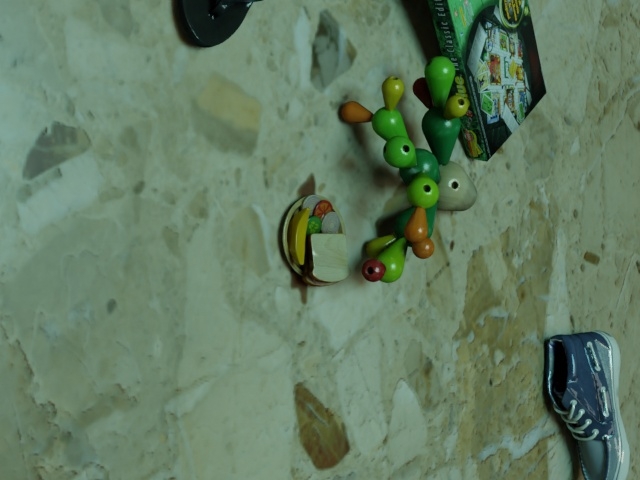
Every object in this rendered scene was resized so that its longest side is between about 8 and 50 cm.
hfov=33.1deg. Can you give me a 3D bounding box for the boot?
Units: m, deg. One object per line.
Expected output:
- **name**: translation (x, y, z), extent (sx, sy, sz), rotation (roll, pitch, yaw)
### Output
- **boot**: translation (0.296, 0.198, 1.229), extent (0.086, 0.069, 0.190), rotation (2, 81, -35)

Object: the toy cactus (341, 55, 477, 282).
- **toy cactus**: translation (0.094, -0.059, 1.034), extent (0.180, 0.112, 0.219), rotation (21, 73, -59)

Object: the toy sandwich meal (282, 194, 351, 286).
- **toy sandwich meal**: translation (0.000, 0.000, 0.977), extent (0.085, 0.029, 0.086), rotation (0, 90, -42)

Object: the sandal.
- **sandal**: translation (-0.060, -0.236, 0.916), extent (0.067, 0.040, 0.179), rotation (52, 58, -29)

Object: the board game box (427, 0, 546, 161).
- **board game box**: translation (0.166, -0.224, 1.091), extent (0.136, 0.030, 0.260), rotation (-44, 131, -31)
